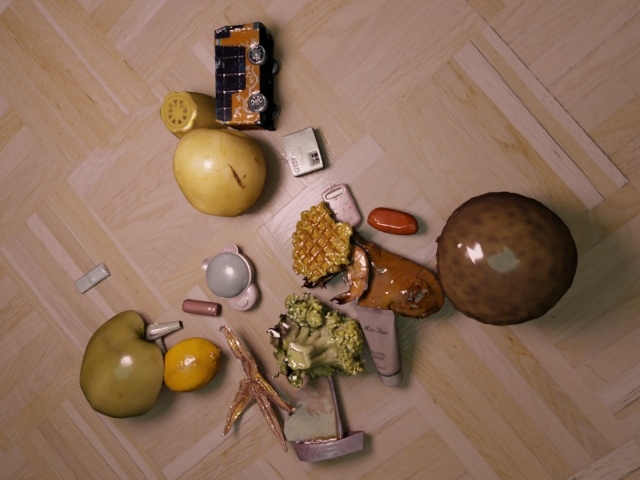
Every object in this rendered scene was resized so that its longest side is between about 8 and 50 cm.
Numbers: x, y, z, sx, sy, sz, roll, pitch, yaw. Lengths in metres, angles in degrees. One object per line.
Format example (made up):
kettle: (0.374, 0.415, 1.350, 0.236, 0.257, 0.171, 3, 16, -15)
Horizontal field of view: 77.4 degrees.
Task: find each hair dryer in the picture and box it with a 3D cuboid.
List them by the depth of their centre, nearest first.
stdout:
hair dryer: (-0.590, 0.397, 1.556, 0.167, 0.067, 0.199, -29, 100, 6)

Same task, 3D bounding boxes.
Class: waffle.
waffle: (0.001, 0.001, 1.344, 0.291, 0.051, 0.290, -14, 67, 36)

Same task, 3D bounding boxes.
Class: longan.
longan: (0.521, 0.052, 1.164, 0.392, 0.391, 0.390, 1, 95, 10)

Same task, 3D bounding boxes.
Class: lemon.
lemon: (-0.474, 0.456, 1.467, 0.257, 0.188, 0.188, -29, 89, 5)

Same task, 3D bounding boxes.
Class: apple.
apple: (-0.731, 0.477, 1.488, 0.312, 0.320, 0.360, 27, 108, -12)

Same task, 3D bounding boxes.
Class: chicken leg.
chicken leg: (0.194, 0.136, 1.346, 0.409, 0.182, 0.295, 45, 116, 12)

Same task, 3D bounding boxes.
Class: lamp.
lamp: (-0.323, 0.146, 1.454, 0.180, 0.108, 0.245, -30, 89, 15)

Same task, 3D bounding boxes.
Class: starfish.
starfish: (-0.244, 0.550, 1.426, 0.384, 0.132, 0.397, 35, 118, 30)

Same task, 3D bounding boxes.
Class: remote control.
remote control: (-0.918, 0.152, 1.601, 0.162, 0.029, 0.061, -33, 87, 12)

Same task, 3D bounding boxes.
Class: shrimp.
shrimp: (0.061, 0.136, 1.351, 0.289, 0.075, 0.178, -37, 67, 26)

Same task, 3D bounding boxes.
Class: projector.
projector: (-0.057, -0.305, 1.390, 0.115, 0.061, 0.147, -16, 92, 12)

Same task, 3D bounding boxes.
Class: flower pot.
flower pot: (-0.452, -0.428, 1.393, 0.195, 0.179, 0.194, 1, 96, 12)

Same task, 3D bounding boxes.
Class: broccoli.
broccoli: (-0.028, 0.363, 1.324, 0.348, 0.281, 0.293, 30, 98, 21)

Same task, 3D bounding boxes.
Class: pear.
pear: (-0.333, -0.228, 1.335, 0.310, 0.309, 0.308, 1, 95, 10)

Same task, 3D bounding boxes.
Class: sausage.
sausage: (0.241, -0.064, 1.346, 0.180, 0.089, 0.089, 12, 97, 19)

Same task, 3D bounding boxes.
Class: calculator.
calculator: (0.072, -0.119, 1.397, 0.100, 0.032, 0.174, -25, 89, 12)

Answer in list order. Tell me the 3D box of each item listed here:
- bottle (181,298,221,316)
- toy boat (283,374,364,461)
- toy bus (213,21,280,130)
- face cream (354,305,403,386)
bottle: (-0.450, 0.255, 1.512, 0.140, 0.053, 0.053, 6, 96, 10)
toy boat: (-0.008, 0.661, 1.450, 0.276, 0.111, 0.293, -31, 78, 8)
toy bus: (-0.251, -0.544, 1.358, 0.194, 0.162, 0.323, 2, 97, 13)
face cream: (0.210, 0.348, 1.334, 0.143, 0.089, 0.314, 3, 119, 37)
